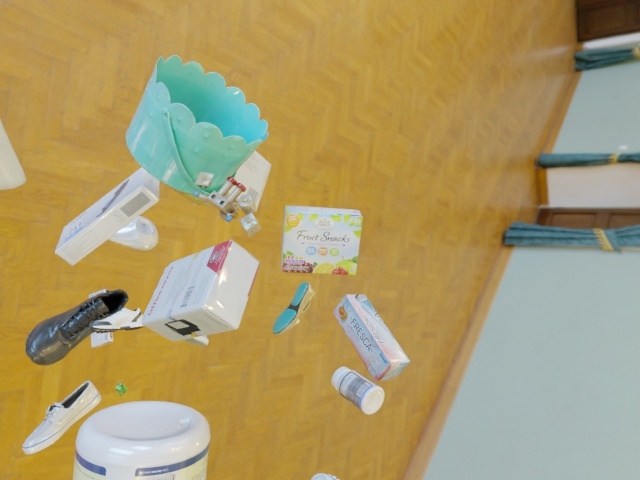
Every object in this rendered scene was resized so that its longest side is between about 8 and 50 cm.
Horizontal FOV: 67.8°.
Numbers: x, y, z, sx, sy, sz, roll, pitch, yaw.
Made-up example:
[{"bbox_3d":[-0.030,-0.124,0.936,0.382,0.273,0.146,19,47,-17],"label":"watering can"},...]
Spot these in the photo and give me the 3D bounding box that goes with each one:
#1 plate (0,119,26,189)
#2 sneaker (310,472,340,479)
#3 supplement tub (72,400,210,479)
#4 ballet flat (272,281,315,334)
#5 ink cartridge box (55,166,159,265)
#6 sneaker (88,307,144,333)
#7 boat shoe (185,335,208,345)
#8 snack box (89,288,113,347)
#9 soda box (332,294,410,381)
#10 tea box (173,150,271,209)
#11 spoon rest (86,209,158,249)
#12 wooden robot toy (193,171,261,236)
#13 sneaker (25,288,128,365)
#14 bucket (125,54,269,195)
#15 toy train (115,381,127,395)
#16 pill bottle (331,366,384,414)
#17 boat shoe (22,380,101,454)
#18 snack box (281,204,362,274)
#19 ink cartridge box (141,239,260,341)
[{"bbox_3d":[-0.622,-0.149,0.697,0.277,0.278,0.045,-8,59,-20],"label":"plate"},{"bbox_3d":[0.013,0.505,0.885,0.083,0.191,0.071,24,96,-27],"label":"sneaker"},{"bbox_3d":[-0.336,0.492,0.880,0.235,0.235,0.325,6,90,-53],"label":"supplement tub"},{"bbox_3d":[-0.089,0.264,1.766,0.073,0.080,0.232,49,65,-36],"label":"ballet flat"},{"bbox_3d":[-0.576,-0.098,1.317,0.296,0.261,0.066,-35,124,6],"label":"ink cartridge box"},{"bbox_3d":[-0.399,0.156,0.932,0.109,0.040,0.043,4,70,-52],"label":"sneaker"},{"bbox_3d":[-0.480,0.290,1.645,0.226,0.083,0.076,32,56,-24],"label":"boat shoe"},{"bbox_3d":[-0.700,0.247,1.516,0.022,0.064,0.178,56,15,-63],"label":"snack box"},{"bbox_3d":[0.101,0.195,0.972,0.063,0.183,0.058,7,128,-41],"label":"soda box"},{"bbox_3d":[-0.430,-0.282,1.841,0.329,0.323,0.220,38,66,-56],"label":"tea box"},{"bbox_3d":[-0.689,-0.038,1.650,0.276,0.084,0.137,15,50,-49],"label":"spoon rest"},{"bbox_3d":[-0.169,-0.066,0.920,0.076,0.173,0.079,-47,157,-16],"label":"wooden robot toy"},{"bbox_3d":[-0.610,0.202,1.211,0.109,0.130,0.286,54,31,-10],"label":"sneaker"},{"bbox_3d":[-0.272,-0.243,1.046,0.281,0.183,0.281,32,29,-20],"label":"bucket"},{"bbox_3d":[-0.538,0.402,1.286,0.023,0.017,0.083,-62,178,-32],"label":"toy train"},{"bbox_3d":[0.096,0.394,1.264,0.078,0.137,0.078,-12,111,-35],"label":"pill bottle"},{"bbox_3d":[-0.845,0.567,1.547,0.267,0.096,0.088,-38,119,-43],"label":"boat shoe"},{"bbox_3d":[0.000,0.000,1.293,0.070,0.207,0.174,-108,-157,-69],"label":"snack box"},{"bbox_3d":[-0.197,0.086,0.782,0.072,0.175,0.127,41,48,-33],"label":"ink cartridge box"}]
